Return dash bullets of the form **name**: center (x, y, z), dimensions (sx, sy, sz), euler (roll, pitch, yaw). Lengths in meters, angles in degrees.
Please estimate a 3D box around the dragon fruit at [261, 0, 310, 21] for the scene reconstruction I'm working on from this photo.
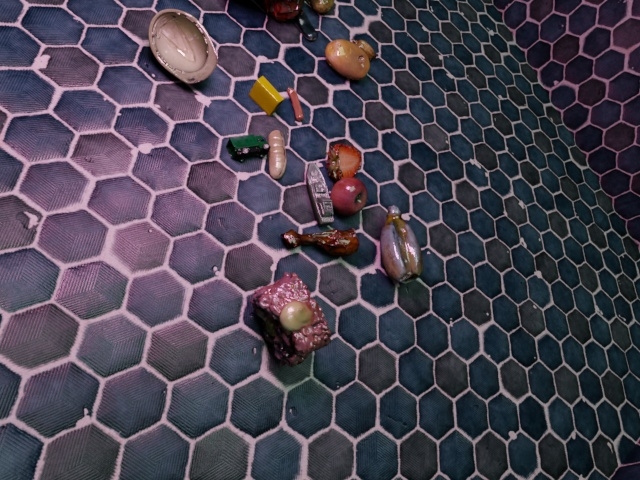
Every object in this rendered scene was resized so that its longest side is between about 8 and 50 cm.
- **dragon fruit**: center (-0.167, -1.065, 1.905), dimensions (0.189, 0.182, 0.182), euler (36, 50, 26)

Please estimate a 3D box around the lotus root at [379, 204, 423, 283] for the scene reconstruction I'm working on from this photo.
- **lotus root**: center (0.313, 0.016, 1.729), dimensions (0.158, 0.140, 0.321), euler (-6, 64, -6)

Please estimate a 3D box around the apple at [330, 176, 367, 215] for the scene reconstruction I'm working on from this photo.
- **apple**: center (0.107, -0.173, 1.688), dimensions (0.154, 0.120, 0.153), euler (-26, 128, -39)

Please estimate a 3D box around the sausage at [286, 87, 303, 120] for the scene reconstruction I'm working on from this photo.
- **sausage**: center (-0.104, -0.574, 1.806), dimensions (0.042, 0.036, 0.157), euler (11, 58, -64)

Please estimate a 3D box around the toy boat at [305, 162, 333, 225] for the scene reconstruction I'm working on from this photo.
- **toy boat**: center (-0.003, -0.184, 1.662), dimensions (0.078, 0.085, 0.260), euler (-4, 71, -30)

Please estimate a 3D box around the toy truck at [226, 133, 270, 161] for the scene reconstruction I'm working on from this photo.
- **toy truck**: center (-0.264, -0.344, 1.598), dimensions (0.147, 0.065, 0.079), euler (-17, 75, -32)

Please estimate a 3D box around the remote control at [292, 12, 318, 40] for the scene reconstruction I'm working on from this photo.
- **remote control**: center (-0.090, -1.029, 2.009), dimensions (0.072, 0.042, 0.221), euler (-32, 86, -33)

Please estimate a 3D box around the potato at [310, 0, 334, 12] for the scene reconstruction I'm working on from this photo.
- **potato**: center (0.011, -1.195, 2.111), dimensions (0.118, 0.090, 0.225), euler (16, 55, -16)

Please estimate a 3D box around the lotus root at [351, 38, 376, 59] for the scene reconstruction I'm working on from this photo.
- **lotus root**: center (0.210, -0.945, 2.130), dimensions (0.152, 0.063, 0.072), euler (31, 84, -22)

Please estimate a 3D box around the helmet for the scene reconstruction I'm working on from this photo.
- **helmet**: center (-0.499, -0.703, 1.583), dimensions (0.204, 0.137, 0.257), euler (-36, 109, 0)

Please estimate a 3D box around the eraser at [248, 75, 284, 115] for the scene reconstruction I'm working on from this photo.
- **eraser**: center (-0.215, -0.570, 1.705), dimensions (0.122, 0.097, 0.045), euler (44, 52, -6)

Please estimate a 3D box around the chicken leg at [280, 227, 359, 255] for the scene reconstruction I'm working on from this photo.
- **chicken leg**: center (0.000, 0.000, 1.593), dimensions (0.305, 0.093, 0.113), euler (5, 49, -19)

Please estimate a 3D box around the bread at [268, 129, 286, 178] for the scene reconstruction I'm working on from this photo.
- **bread**: center (-0.164, -0.337, 1.660), dimensions (0.073, 0.053, 0.214), euler (10, 64, -30)

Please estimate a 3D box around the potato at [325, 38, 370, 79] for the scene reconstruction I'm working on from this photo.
- **potato**: center (0.126, -0.838, 1.991), dimensions (0.234, 0.146, 0.150), euler (18, 105, -36)

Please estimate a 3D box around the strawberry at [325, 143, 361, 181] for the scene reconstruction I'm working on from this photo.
- **strawberry**: center (0.090, -0.312, 1.787), dimensions (0.208, 0.087, 0.167), euler (-3, 90, -57)

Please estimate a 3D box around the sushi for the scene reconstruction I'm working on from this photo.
- **sushi**: center (-0.098, 0.242, 1.339), dimensions (0.171, 0.236, 0.269), euler (-25, 86, -27)
